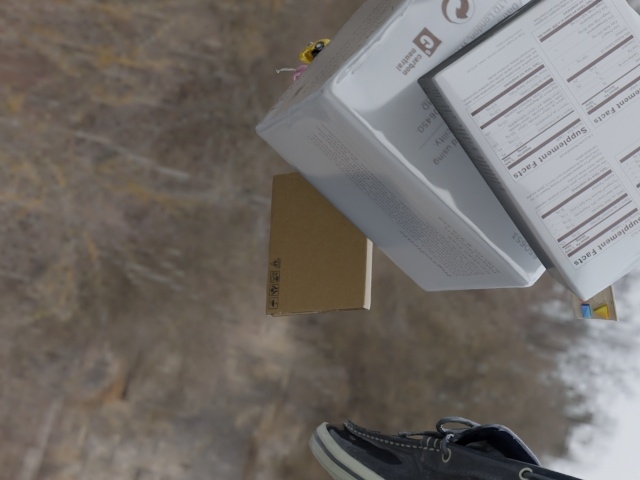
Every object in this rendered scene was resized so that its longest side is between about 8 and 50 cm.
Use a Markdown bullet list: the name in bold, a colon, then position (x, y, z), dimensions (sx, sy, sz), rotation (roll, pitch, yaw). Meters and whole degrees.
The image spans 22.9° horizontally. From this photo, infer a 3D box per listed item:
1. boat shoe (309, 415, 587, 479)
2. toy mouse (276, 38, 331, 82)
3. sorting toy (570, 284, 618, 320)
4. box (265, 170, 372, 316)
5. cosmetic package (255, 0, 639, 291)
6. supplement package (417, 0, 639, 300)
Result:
- **boat shoe**: position (0.170, 0.284, 1.759), dimensions (0.156, 0.187, 0.500), rotation (-55, -147, -12)
- **toy mouse**: position (0.016, -0.247, 2.382), dimensions (0.143, 0.161, 0.031), rotation (54, 44, -37)
- **sorting toy**: position (0.341, 0.067, 1.996), dimensions (0.012, 0.062, 0.083), rotation (-49, 134, -44)
- **box**: position (0.000, 0.000, 2.153), dimensions (0.021, 0.164, 0.201), rotation (20, 69, -53)
- **cosmetic package**: position (0.173, -0.161, 1.919), dimensions (0.329, 0.327, 0.393), rotation (-49, -172, -11)
- **supplement package**: position (0.256, -0.111, 1.595), dimensions (0.198, 0.263, 0.199), rotation (-35, -175, 2)
